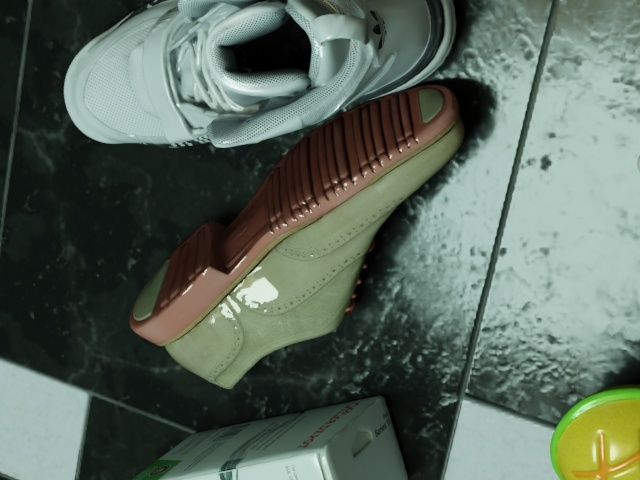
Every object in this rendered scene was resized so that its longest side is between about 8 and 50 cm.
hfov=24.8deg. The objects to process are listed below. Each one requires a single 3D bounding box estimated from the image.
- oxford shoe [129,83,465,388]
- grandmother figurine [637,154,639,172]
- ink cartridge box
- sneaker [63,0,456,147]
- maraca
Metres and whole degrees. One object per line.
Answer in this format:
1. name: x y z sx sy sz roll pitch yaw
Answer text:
1. oxford shoe: 0.000 0.000 1.242 0.348 0.123 0.130 -36 115 23
2. grandmother figurine: 0.335 -0.026 1.076 0.208 0.104 0.342 14 105 29
3. ink cartridge box: -0.047 0.213 1.269 0.208 0.153 0.087 -15 96 27
4. sneaker: -0.089 -0.145 1.172 0.366 0.210 0.137 -10 98 26
5. maraca: 0.273 0.178 1.154 0.185 0.099 0.127 22 125 -8
